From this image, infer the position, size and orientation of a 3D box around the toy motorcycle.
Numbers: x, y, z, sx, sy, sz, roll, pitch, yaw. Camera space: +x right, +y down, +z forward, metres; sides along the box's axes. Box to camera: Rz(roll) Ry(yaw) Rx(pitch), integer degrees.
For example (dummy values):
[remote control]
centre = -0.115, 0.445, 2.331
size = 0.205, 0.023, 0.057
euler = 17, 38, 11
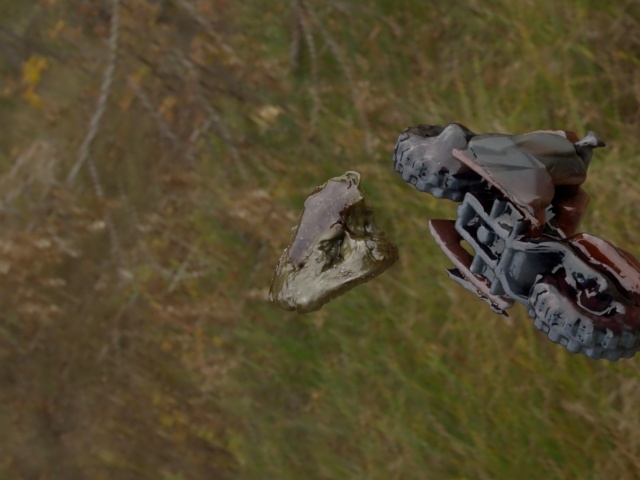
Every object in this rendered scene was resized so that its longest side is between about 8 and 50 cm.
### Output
[toy motorcycle]
centre = 0.131, -0.008, 0.834
size = 0.212, 0.118, 0.084
euler = 53, 135, 44

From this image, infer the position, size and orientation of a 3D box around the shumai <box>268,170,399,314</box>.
[shumai]
centre = 0.001, 0.008, 1.365
size = 0.123, 0.105, 0.139
euler = -27, -9, -15
